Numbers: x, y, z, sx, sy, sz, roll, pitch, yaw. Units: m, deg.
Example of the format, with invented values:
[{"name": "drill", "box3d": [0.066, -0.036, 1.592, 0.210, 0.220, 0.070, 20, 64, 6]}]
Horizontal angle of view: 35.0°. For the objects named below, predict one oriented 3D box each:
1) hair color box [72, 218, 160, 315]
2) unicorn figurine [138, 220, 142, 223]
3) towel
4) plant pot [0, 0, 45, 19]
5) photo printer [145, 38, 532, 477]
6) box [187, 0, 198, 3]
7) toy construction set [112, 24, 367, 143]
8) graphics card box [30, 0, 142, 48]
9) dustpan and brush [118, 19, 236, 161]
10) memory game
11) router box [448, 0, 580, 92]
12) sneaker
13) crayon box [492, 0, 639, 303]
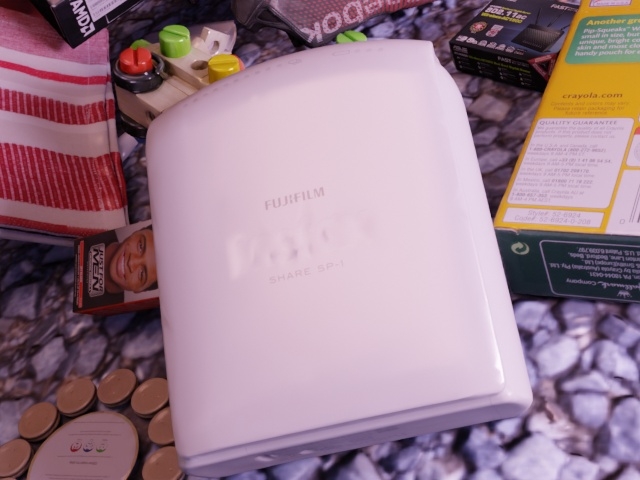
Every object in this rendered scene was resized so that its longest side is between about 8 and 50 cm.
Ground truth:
[{"name": "hair color box", "box3d": [-0.159, 0.024, 0.890, 0.141, 0.043, 0.072, -13, 74, 39]}, {"name": "unicorn figurine", "box3d": [-0.117, 0.005, 0.923, 0.111, 0.060, 0.162, -28, 46, 13]}, {"name": "towel", "box3d": [-0.324, -0.135, 1.044, 0.237, 0.037, 0.329, 8, 46, -27]}, {"name": "plant pot", "box3d": [-0.485, -0.282, 1.265, 0.275, 0.243, 0.275, -14, 42, 12]}, {"name": "photo printer", "box3d": [0.000, 0.000, 0.756, 0.256, 0.107, 0.307, -13, 68, 12]}, {"name": "box", "box3d": [-0.147, -0.452, 1.335, 0.203, 0.167, 0.168, -33, 42, -9]}, {"name": "toy construction set", "box3d": [-0.067, -0.142, 0.975, 0.327, 0.151, 0.215, 22, 46, 40]}, {"name": "graphics card box", "box3d": [-0.209, -0.414, 1.153, 0.371, 0.094, 0.233, -38, 74, -11]}, {"name": "dustpan and brush", "box3d": [-0.190, -0.166, 1.152, 0.147, 0.060, 0.211, 2, 41, 35]}, {"name": "memory game", "box3d": [-0.188, 0.180, 0.815, 0.186, 0.012, 0.186, -13, 43, 12]}, {"name": "router box", "box3d": [0.202, -0.197, 0.999, 0.122, 0.038, 0.092, 25, 60, 41]}, {"name": "sneaker", "box3d": [0.021, -0.272, 1.091, 0.276, 0.135, 0.098, -8, 54, -31]}, {"name": "crayon box", "box3d": [0.285, -0.093, 0.817, 0.203, 0.083, 0.323, 4, 50, 29]}]
